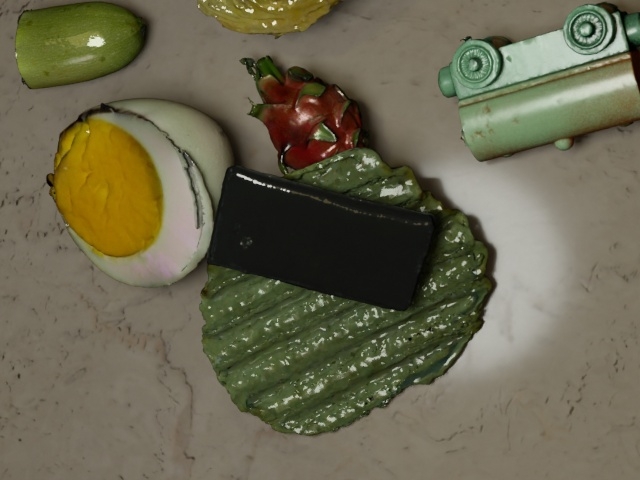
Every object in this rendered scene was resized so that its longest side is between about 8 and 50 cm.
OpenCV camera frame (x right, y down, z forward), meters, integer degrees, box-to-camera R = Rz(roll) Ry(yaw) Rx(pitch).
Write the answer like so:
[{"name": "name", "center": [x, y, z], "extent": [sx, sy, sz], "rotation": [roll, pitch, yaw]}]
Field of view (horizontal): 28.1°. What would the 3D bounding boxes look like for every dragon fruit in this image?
[{"name": "dragon fruit", "center": [-0.030, -0.174, 1.750], "extent": [0.135, 0.137, 0.236], "rotation": [-44, 84, 11]}]

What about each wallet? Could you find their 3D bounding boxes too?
[{"name": "wallet", "center": [0.000, 0.000, 1.664], "extent": [0.285, 0.030, 0.146], "rotation": [14, 111, -1]}]

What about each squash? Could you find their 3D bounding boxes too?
[{"name": "squash", "center": [-0.340, -0.288, 1.852], "extent": [0.186, 0.123, 0.123], "rotation": [-8, 87, 10]}]

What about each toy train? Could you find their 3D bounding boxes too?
[{"name": "toy train", "center": [0.298, -0.203, 1.668], "extent": [0.285, 0.116, 0.177], "rotation": [-14, 93, 25]}]

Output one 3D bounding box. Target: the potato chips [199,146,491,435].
[{"name": "potato chips", "center": [0.014, 0.072, 1.739], "extent": [0.429, 0.070, 0.358], "rotation": [-29, 102, 17]}]

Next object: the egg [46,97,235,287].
[{"name": "egg", "center": [-0.233, -0.078, 1.797], "extent": [0.286, 0.174, 0.264], "rotation": [-31, 92, 36]}]

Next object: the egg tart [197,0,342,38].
[{"name": "egg tart", "center": [-0.017, -0.459, 1.743], "extent": [0.339, 0.153, 0.352], "rotation": [-13, 85, 16]}]
